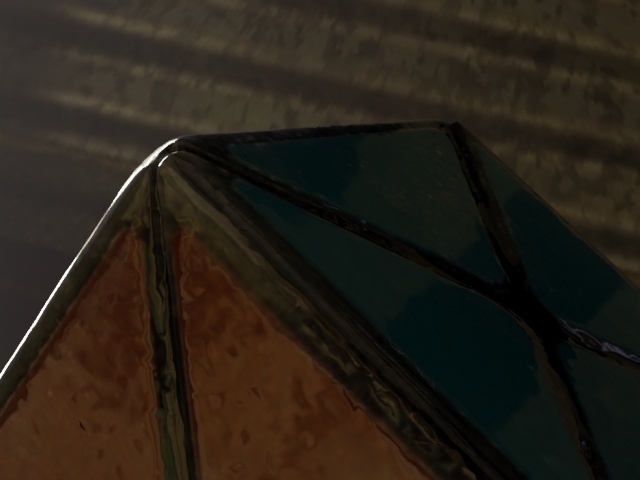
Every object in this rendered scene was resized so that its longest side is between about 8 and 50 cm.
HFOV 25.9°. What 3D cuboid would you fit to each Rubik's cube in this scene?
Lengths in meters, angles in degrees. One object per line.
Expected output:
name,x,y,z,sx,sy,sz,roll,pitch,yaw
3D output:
Rubik's cube,0.018,0.115,0.600,0.259,0.260,0.255,45,-66,15
